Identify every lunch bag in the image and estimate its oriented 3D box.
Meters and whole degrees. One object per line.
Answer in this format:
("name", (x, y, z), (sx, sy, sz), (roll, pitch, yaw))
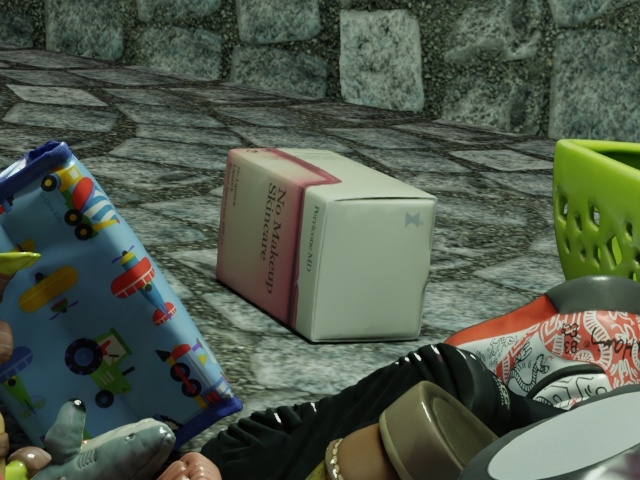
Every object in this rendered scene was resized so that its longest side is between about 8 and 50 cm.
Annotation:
("lunch bag", (-0.181, 0.044, 1.238), (0.138, 0.221, 0.293), (-34, 9, -2))

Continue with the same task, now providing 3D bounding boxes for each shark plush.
("shark plush", (-0.151, 0.156, 0.923), (0.161, 0.073, 0.067), (-38, 28, -15))

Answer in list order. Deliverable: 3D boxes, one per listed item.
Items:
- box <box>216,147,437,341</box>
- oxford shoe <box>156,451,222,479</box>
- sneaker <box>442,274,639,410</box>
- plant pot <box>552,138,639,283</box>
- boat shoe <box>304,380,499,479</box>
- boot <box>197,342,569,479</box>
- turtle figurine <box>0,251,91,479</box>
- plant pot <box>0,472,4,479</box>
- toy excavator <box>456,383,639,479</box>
("box", (0.000, 0.000, 1.680), (0.127, 0.148, 0.232), (0, 14, -28))
("oxford shoe", (-0.050, 0.219, 0.838), (0.146, 0.140, 0.397), (39, 0, -12))
("sneaker", (0.163, 0.136, 1.302), (0.090, 0.145, 0.270), (13, -26, -23))
("plant pot", (0.363, 0.024, 1.634), (0.228, 0.207, 0.227), (2, 13, -19))
("boat shoe", (0.102, 0.194, 0.794), (0.307, 0.104, 0.110), (46, 15, -20))
("boot", (0.057, 0.165, 1.102), (0.246, 0.094, 0.207), (-29, -36, 23))
("turtle figurine", (-0.209, 0.116, 0.997), (0.087, 0.217, 0.269), (-1, 0, 36))
("plant pot", (-0.270, 0.154, 0.670), (0.275, 0.274, 0.243), (14, 6, 28))
("toy excavator", (0.014, 0.252, 0.468), (0.445, 0.222, 0.433), (-24, 8, -8))
